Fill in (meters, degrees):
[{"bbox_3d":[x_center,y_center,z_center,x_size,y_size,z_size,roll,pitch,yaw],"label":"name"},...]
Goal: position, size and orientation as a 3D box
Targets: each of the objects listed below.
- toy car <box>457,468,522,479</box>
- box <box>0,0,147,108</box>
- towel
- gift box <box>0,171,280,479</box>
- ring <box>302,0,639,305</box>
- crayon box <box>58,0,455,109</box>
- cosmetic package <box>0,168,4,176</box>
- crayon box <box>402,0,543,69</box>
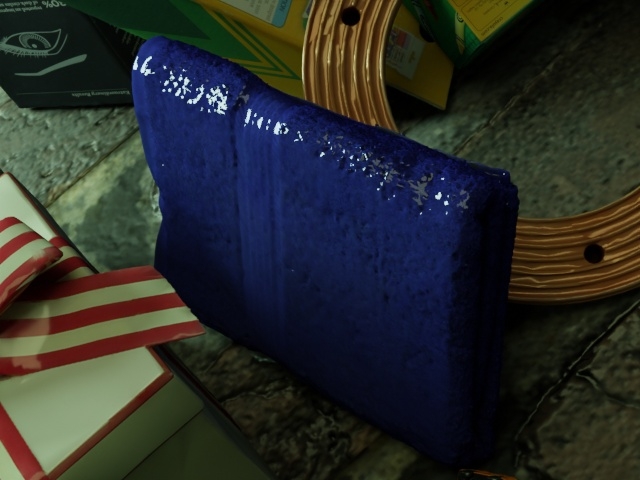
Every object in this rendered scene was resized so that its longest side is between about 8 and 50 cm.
[{"bbox_3d":[0.118,0.199,0.810,0.040,0.060,0.122,2,69,-26],"label":"toy car"},{"bbox_3d":[-0.239,-0.218,1.131,0.153,0.207,0.108,1,58,24],"label":"box"},{"bbox_3d":[0.000,0.000,0.885,0.308,0.227,0.076,28,44,36],"label":"towel"},{"bbox_3d":[-0.174,0.136,0.832,0.255,0.258,0.276,-46,51,-9],"label":"gift box"},{"bbox_3d":[0.155,-0.121,0.915,0.337,0.032,0.336,-1,81,6],"label":"ring"},{"bbox_3d":[-0.040,-0.230,1.048,0.323,0.083,0.203,22,61,-14],"label":"crayon box"},{"bbox_3d":[-0.318,0.037,0.945,0.238,0.107,0.127,-38,85,-5],"label":"cosmetic package"},{"bbox_3d":[0.166,-0.287,1.013,0.278,0.081,0.165,-40,88,-9],"label":"crayon box"}]
